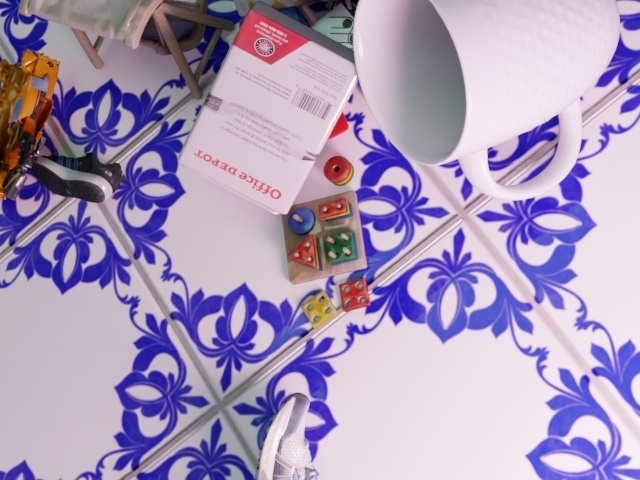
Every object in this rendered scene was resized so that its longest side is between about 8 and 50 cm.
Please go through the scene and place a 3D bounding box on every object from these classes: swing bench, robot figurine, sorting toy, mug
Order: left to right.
[{"bbox_3d":[-0.572,-0.197,1.955,0.211,0.085,0.291,-5,66,51],"label":"robot figurine"},{"bbox_3d":[-0.331,-0.388,1.847,0.253,0.255,0.165,21,84,25],"label":"swing bench"},{"bbox_3d":[0.000,0.000,1.727,0.132,0.046,0.274,-13,72,18],"label":"sorting toy"},{"bbox_3d":[0.270,-0.242,1.561,0.328,0.276,0.374,-22,104,-25],"label":"mug"}]

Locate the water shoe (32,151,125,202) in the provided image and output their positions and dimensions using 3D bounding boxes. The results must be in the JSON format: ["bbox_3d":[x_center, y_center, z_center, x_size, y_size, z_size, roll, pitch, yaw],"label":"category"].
[{"bbox_3d":[-0.436,-0.121,1.930,0.203,0.073,0.080,20,49,32],"label":"water shoe"}]

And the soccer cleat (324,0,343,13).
[{"bbox_3d":[0.028,-0.378,1.831,0.036,0.029,0.083,-22,67,27],"label":"soccer cleat"}]

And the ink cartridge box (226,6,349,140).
[{"bbox_3d":[-0.055,-0.267,1.804,0.134,0.078,0.231,-26,68,13],"label":"ink cartridge box"}]

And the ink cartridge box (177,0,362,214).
[{"bbox_3d":[-0.079,-0.208,1.690,0.197,0.114,0.273,27,109,-6],"label":"ink cartridge box"}]

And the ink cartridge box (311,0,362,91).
[{"bbox_3d":[0.085,-0.302,1.759,0.097,0.046,0.207,-40,75,8],"label":"ink cartridge box"}]

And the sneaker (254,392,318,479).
[{"bbox_3d":[-0.038,0.376,1.624,0.122,0.110,0.283,11,82,6],"label":"sneaker"}]

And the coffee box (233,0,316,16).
[{"bbox_3d":[-0.021,-0.459,1.768,0.246,0.098,0.141,-3,32,36],"label":"coffee box"}]
